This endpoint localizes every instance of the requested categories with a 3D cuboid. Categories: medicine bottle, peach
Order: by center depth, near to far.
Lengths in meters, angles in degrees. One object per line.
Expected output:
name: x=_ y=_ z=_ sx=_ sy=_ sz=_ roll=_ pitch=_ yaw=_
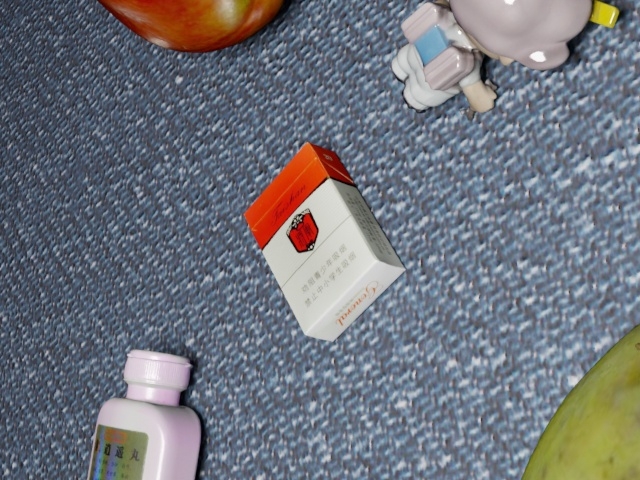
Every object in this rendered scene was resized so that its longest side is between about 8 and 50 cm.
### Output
medicine bottle: x=-0.171 y=0.217 z=1.052 sx=0.115 sy=0.078 sz=0.219 roll=-1 pitch=77 yaw=45
peach: x=-0.147 y=-0.309 z=1.075 sx=0.274 sy=0.248 sz=0.245 roll=23 pitch=133 yaw=39

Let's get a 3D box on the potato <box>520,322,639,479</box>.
potato: x=0.199 y=0.214 z=0.686 sx=0.255 sy=0.112 sz=0.269 roll=-51 pitch=47 yaw=21

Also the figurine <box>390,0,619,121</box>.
figurine: x=0.137 y=-0.183 z=0.866 sx=0.229 sy=0.111 sz=0.137 roll=-37 pitch=60 yaw=42

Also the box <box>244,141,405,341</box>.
box: x=0.000 y=0.000 z=0.981 sx=0.100 sy=0.048 sz=0.152 roll=-45 pitch=49 yaw=22
